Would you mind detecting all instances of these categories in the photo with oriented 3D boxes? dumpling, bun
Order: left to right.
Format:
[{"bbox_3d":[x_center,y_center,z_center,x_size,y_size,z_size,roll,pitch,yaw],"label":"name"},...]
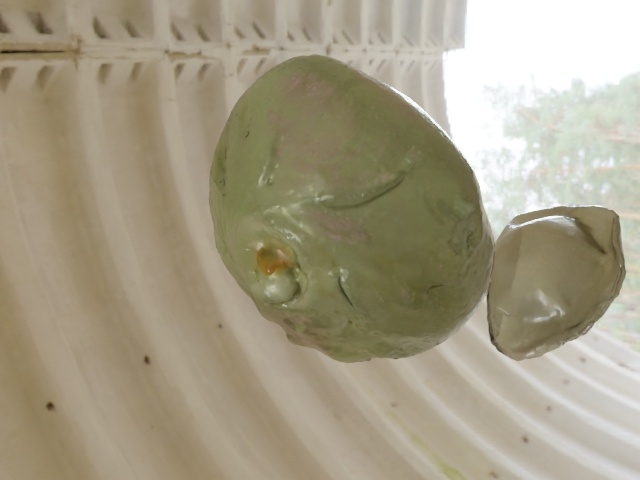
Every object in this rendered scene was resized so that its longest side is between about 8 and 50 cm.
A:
[{"bbox_3d":[0.000,0.000,0.640,0.179,0.283,0.283,-41,-50,-30],"label":"bun"},{"bbox_3d":[0.428,0.047,1.354,0.341,0.260,0.181,-36,-80,-50],"label":"dumpling"}]
